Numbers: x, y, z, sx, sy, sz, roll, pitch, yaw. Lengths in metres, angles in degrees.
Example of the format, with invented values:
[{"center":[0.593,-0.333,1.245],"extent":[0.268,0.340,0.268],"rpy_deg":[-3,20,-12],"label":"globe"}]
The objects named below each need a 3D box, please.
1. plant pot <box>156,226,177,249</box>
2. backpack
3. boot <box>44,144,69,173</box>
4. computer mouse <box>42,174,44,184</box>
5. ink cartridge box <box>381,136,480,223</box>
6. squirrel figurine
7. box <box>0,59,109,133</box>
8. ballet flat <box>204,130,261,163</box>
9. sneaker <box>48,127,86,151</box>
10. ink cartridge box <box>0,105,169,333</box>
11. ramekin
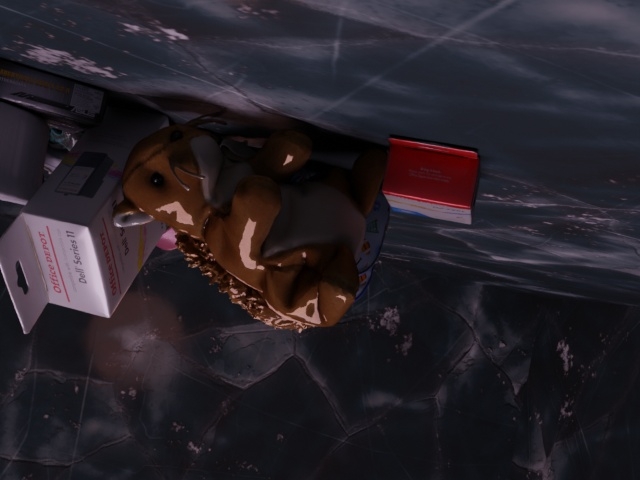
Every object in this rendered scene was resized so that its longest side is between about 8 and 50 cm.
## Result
[{"center":[-0.333,-0.107,1.816],"extent":[0.180,0.201,0.201],"rpy_deg":[33,164,-35],"label":"plant pot"},{"center":[0.000,0.000,1.727],"extent":[0.276,0.264,0.213],"rpy_deg":[14,175,-18],"label":"backpack"},{"center":[-0.534,-0.144,1.830],"extent":[0.095,0.123,0.258],"rpy_deg":[-25,-144,-32],"label":"boot"},{"center":[-0.600,-0.185,1.700],"extent":[0.272,0.072,0.188],"rpy_deg":[53,163,-19],"label":"computer mouse"},{"center":[0.168,-0.087,1.374],"extent":[0.134,0.078,0.231],"rpy_deg":[11,175,11],"label":"ink cartridge box"},{"center":[-0.132,-0.019,1.422],"extent":[0.370,0.281,0.397],"rpy_deg":[19,151,-6],"label":"squirrel figurine"},{"center":[-0.461,-0.225,1.395],"extent":[0.231,0.056,0.183],"rpy_deg":[14,176,-27],"label":"box"},{"center":[-0.177,-0.154,1.561],"extent":[0.203,0.074,0.074],"rpy_deg":[17,177,9],"label":"ballet flat"},{"center":[-0.484,-0.210,1.721],"extent":[0.166,0.065,0.076],"rpy_deg":[23,151,43],"label":"sneaker"},{"center":[-0.352,-0.027,1.443],"extent":[0.119,0.353,0.207],"rpy_deg":[12,136,13],"label":"ink cartridge box"},{"center":[-0.548,-0.146,1.381],"extent":[0.277,0.135,0.277],"rpy_deg":[13,176,1],"label":"ramekin"}]
